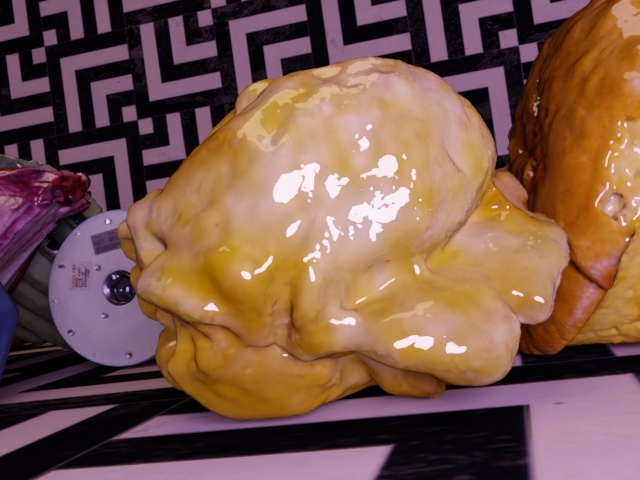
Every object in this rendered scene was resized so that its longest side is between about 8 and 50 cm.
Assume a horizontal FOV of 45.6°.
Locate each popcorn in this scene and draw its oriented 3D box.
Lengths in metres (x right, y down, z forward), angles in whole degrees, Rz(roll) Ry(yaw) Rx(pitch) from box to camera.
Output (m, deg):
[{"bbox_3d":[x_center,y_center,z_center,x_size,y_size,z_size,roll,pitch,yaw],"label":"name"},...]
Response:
[{"bbox_3d":[0.003,0.000,0.424,0.253,0.190,0.191,-4,5,0],"label":"popcorn"}]

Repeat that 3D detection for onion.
[{"bbox_3d":[-0.341,0.011,0.736,0.283,0.120,0.227,-55,7,-32],"label":"onion"}]

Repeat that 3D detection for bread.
[{"bbox_3d":[0.203,-0.045,0.523,0.145,0.269,0.268,9,-1,1],"label":"bread"}]

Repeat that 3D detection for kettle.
[{"bbox_3d":[-0.152,0.050,0.878,0.210,0.160,0.243,-17,-8,12],"label":"kettle"}]

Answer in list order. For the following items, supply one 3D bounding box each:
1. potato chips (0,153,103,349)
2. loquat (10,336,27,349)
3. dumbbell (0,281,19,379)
[{"bbox_3d":[-0.405,0.036,0.951,0.358,0.070,0.429,-11,-33,16],"label":"potato chips"},{"bbox_3d":[-0.551,0.127,1.303,0.141,0.141,0.141,-8,-1,0],"label":"loquat"},{"bbox_3d":[-0.340,0.069,0.433,0.160,0.144,0.325,-10,-3,21],"label":"dumbbell"}]
